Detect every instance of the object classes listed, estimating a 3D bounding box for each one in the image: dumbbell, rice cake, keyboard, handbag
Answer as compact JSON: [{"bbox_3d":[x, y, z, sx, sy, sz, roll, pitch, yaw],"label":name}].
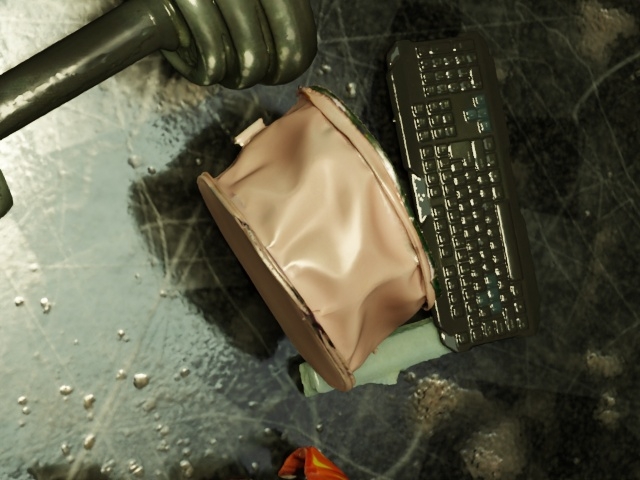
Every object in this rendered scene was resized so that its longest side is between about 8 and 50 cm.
[{"bbox_3d":[-0.175,-0.116,0.896,0.406,0.179,0.179,-34,105,-17],"label":"dumbbell"},{"bbox_3d":[0.069,0.093,1.087,0.180,0.030,0.042,-17,95,-22],"label":"rice cake"},{"bbox_3d":[0.119,-0.042,1.091,0.106,0.016,0.262,-10,89,-22],"label":"keyboard"},{"bbox_3d":[0.001,-0.001,0.979,0.116,0.179,0.205,-34,104,-10],"label":"handbag"}]

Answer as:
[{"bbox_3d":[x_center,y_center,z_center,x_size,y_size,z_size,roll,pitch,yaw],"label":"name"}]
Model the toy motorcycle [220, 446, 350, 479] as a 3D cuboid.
[{"bbox_3d":[-0.062,0.248,1.010,0.298,0.089,0.171,0,92,-22],"label":"toy motorcycle"}]
